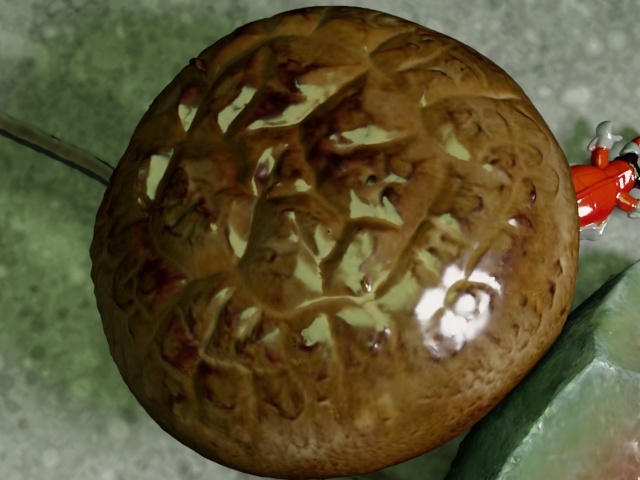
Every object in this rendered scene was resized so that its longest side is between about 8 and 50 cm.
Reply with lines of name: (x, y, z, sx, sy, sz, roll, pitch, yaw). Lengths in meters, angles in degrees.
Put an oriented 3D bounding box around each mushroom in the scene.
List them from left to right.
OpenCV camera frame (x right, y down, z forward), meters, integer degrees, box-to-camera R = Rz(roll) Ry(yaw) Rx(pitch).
mushroom: (0.000, 0.000, 0.679, 0.253, 0.153, 0.253, -7, 67, 17)

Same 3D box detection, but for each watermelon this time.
watermelon: (0.207, 0.137, 0.684, 0.257, 0.140, 0.193, 34, 89, 0)

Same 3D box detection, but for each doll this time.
doll: (0.144, -0.025, 0.746, 0.114, 0.039, 0.057, -27, 106, -12)
